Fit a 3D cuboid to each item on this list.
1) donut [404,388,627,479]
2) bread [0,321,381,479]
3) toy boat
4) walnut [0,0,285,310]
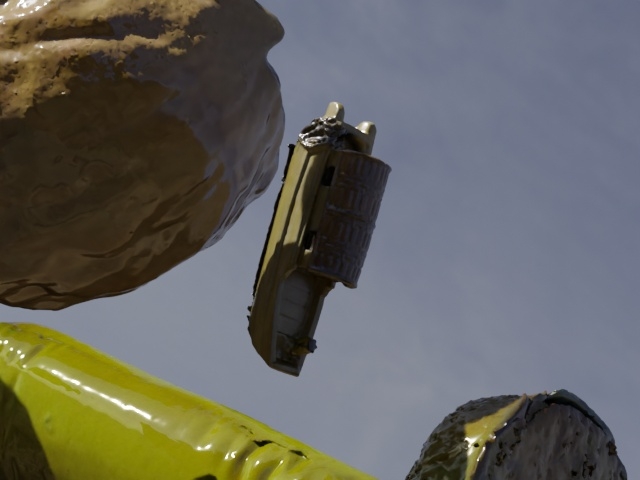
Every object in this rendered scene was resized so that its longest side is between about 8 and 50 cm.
[{"bbox_3d":[0.142,0.242,1.146,0.107,0.272,0.272,1,-37,37],"label":"donut"},{"bbox_3d":[-0.077,0.164,0.902,0.384,0.112,0.166,19,-22,35],"label":"bread"},{"bbox_3d":[0.000,0.000,1.199,0.088,0.226,0.068,9,-11,44],"label":"toy boat"},{"bbox_3d":[-0.129,-0.053,0.721,0.204,0.141,0.238,22,-60,5],"label":"walnut"}]
